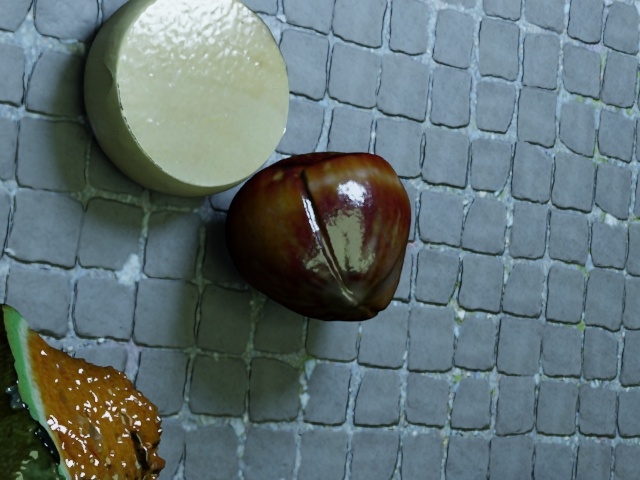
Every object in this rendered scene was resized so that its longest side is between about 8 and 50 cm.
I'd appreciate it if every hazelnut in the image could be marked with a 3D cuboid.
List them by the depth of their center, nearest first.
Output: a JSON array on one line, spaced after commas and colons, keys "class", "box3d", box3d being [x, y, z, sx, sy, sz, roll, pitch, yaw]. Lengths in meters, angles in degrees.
[{"class": "hazelnut", "box3d": [0.000, 0.000, 1.753, 0.230, 0.229, 0.229, 1, 89, -36]}]

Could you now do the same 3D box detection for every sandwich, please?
[{"class": "sandwich", "box3d": [-0.289, 0.220, 1.571, 0.162, 0.250, 0.301, -37, 145, 14]}]

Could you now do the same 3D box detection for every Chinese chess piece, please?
[{"class": "Chinese chess piece", "box3d": [-0.157, -0.174, 1.714, 0.251, 0.097, 0.250, 2, 87, -36]}]
